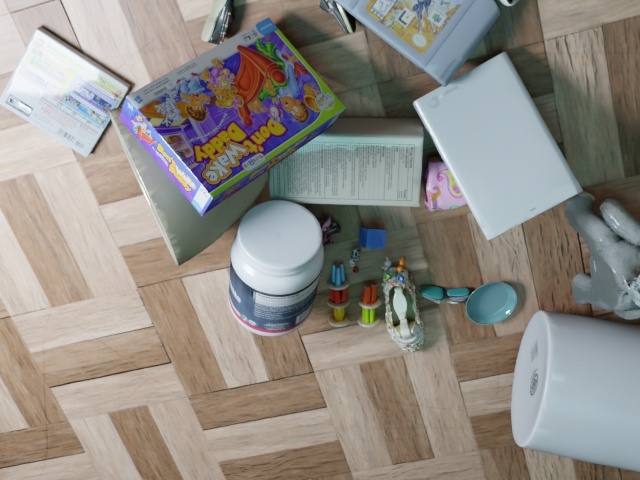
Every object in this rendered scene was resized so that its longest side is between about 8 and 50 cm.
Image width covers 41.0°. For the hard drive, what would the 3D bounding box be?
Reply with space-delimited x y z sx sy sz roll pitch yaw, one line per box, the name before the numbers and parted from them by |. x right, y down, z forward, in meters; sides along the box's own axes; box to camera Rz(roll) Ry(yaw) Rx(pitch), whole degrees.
hard drive | 0.342 -0.182 1.662 0.203 0.040 0.307 -28 87 6

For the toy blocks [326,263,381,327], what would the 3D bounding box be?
toy blocks | 0.076 0.122 1.936 0.123 0.054 0.148 1 118 5

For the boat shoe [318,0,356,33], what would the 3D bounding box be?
boat shoe | 0.019 -0.459 1.625 0.049 0.056 0.152 -20 109 24

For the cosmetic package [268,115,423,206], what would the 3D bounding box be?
cosmetic package | 0.051 -0.164 1.748 0.310 0.113 0.160 2 119 3

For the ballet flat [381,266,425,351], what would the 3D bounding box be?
ballet flat | 0.185 0.171 1.941 0.091 0.077 0.240 -13 117 9

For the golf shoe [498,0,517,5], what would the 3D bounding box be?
golf shoe | 0.352 -0.511 1.548 0.069 0.086 0.176 -1 117 7

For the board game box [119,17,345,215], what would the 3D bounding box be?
board game box | -0.154 -0.234 1.569 0.233 0.347 0.078 49 148 3

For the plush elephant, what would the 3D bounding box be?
plush elephant | 0.682 0.029 1.733 0.256 0.330 0.271 -17 110 -7

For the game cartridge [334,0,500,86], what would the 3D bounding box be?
game cartridge | 0.178 -0.451 1.585 0.297 0.062 0.198 34 104 -14

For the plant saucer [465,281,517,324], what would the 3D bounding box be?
plant saucer | 0.382 0.137 1.928 0.119 0.021 0.119 -4 123 -7

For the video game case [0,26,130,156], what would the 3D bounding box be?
video game case | -0.530 -0.303 1.768 0.212 0.023 0.193 33 116 -12

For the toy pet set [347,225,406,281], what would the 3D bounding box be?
toy pet set | 0.118 0.030 1.849 0.122 0.065 0.114 8 99 23

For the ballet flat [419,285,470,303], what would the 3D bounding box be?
ballet flat | 0.280 0.127 1.933 0.114 0.041 0.041 2 119 5

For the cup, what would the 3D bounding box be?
cup | -0.243 -0.147 1.694 0.237 0.331 0.331 -24 117 -10

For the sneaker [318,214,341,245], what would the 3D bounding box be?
sneaker | 0.000 0.000 1.885 0.057 0.047 0.119 29 119 -25

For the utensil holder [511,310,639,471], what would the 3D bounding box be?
utensil holder | 0.641 0.334 1.856 0.386 0.327 0.327 9 119 1

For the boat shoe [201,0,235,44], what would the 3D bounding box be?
boat shoe | -0.188 -0.443 1.655 0.042 0.049 0.133 10 116 -33

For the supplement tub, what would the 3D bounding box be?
supplement tub | -0.094 0.062 1.792 0.191 0.191 0.272 10 144 -1

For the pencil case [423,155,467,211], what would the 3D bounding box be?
pencil case | 0.353 -0.121 1.744 0.284 0.124 0.124 -3 118 5
